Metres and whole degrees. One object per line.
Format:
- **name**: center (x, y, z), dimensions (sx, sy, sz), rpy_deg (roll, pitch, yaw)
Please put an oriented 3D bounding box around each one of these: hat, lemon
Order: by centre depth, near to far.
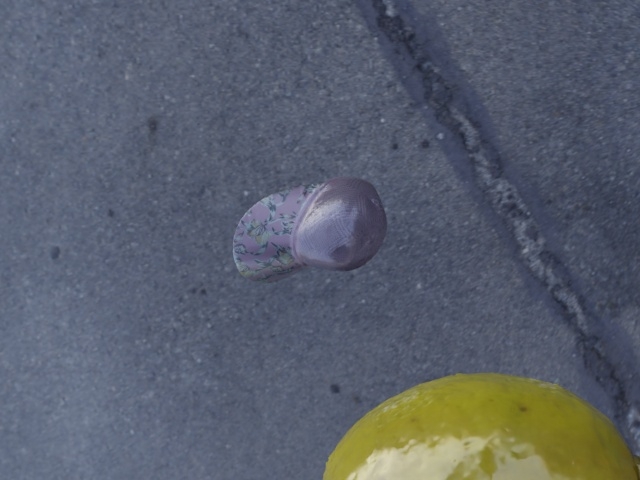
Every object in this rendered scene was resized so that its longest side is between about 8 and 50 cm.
- **hat**: center (-0.002, 0.002, 0.400), dimensions (0.042, 0.087, 0.058), rpy_deg (54, 168, 48)
- **lemon**: center (0.128, 0.225, 0.619), dimensions (0.263, 0.236, 0.236), rpy_deg (5, 105, 27)
